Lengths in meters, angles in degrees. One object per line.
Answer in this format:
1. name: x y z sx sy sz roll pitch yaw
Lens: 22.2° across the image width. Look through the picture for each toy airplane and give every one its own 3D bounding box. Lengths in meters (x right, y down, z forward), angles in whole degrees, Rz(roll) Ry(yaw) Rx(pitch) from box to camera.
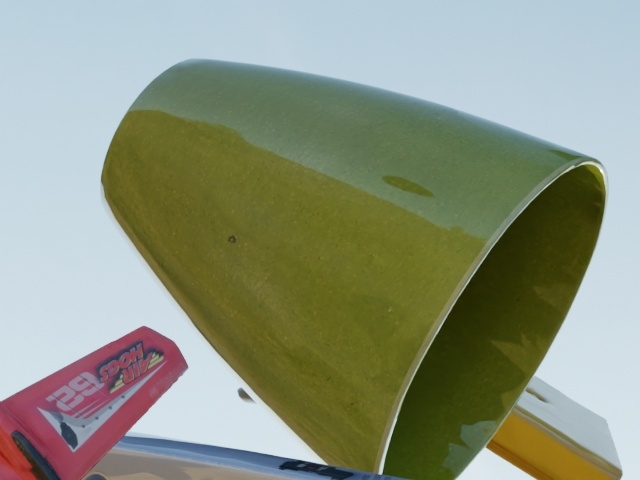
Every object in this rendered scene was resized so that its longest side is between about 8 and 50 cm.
1. toy airplane: -0.126 0.061 0.592 0.151 0.151 0.028 42 -35 -2

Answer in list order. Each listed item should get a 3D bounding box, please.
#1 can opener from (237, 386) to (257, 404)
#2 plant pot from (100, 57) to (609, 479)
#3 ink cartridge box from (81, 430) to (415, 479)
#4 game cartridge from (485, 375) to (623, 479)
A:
1. can opener: -0.025 0.131 1.508 0.073 0.059 0.186 49 -32 -18
2. plant pot: 0.000 0.000 1.126 0.293 0.275 0.275 30 -36 22
3. ink cartridge box: -0.065 0.182 0.714 0.311 0.186 0.065 9 2 4
4. game cartridge: 0.111 0.117 1.446 0.323 0.053 0.285 30 6 5
